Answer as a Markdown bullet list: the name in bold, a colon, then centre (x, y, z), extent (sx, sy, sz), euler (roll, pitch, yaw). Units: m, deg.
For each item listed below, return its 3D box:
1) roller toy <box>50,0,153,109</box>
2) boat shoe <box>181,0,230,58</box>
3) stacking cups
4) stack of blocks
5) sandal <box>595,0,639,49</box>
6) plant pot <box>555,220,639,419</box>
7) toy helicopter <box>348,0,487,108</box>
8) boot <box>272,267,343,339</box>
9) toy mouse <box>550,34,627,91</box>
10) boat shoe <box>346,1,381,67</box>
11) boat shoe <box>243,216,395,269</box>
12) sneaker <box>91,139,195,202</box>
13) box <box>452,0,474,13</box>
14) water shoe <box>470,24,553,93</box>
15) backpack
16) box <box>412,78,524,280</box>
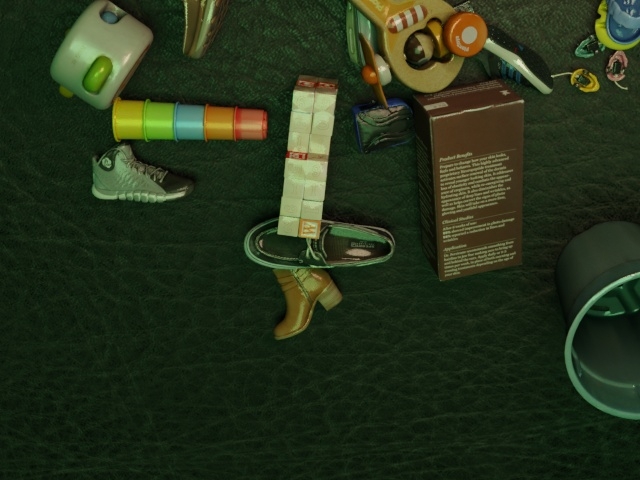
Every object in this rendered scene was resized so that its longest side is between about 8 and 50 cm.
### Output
- **roller toy**: centre (-0.437, -0.371, 1.714), extent (0.146, 0.209, 0.191), euler (34, 73, -13)
- **boat shoe**: centre (-0.235, -0.518, 1.682), extent (0.116, 0.123, 0.324), euler (15, 109, 3)
- **stacking cups**: centre (-0.270, -0.255, 1.818), extent (0.316, 0.096, 0.096), euler (-1, 115, 0)
- **stack of blocks**: centre (-0.026, -0.174, 1.795), extent (0.087, 0.171, 0.297), euler (7, 115, -1)
- **sandal**: centre (0.589, -0.515, 1.617), extent (0.126, 0.138, 0.317), euler (-4, 105, 4)
- **plant pot**: centre (0.652, 0.135, 1.818), extent (0.341, 0.334, 0.341), euler (1, 116, 3)
- **toy helicopter**: centre (0.120, -0.400, 1.617), extent (0.355, 0.140, 0.235), euler (34, 98, -27)
- **boot**: centre (-0.065, 0.124, 1.994), extent (0.197, 0.073, 0.152), euler (-38, 105, 7)
- **toy mouse**: centre (0.566, -0.368, 1.752), extent (0.161, 0.031, 0.143), euler (21, 111, -9)
- **boat shoe**: centre (0.088, -0.478, 1.687), extent (0.109, 0.094, 0.302), euler (-15, 114, -37)
- **boat shoe**: centre (0.000, 0.000, 1.889), extent (0.335, 0.119, 0.121), euler (-2, 89, -3)
- **sneaker**: centre (-0.389, -0.155, 1.870), extent (0.229, 0.086, 0.132), euler (0, 113, 4)
- **box**: centre (0.272, -0.435, 1.742), extent (0.083, 0.018, 0.067), euler (-24, 112, 13)
- **water shoe**: centre (0.382, -0.358, 1.758), extent (0.203, 0.073, 0.080), euler (35, 140, -15)
- **backpack**: centre (0.130, -0.248, 1.791), extent (0.120, 0.101, 0.098), euler (-13, 120, -1)
- **box**: centre (0.304, -0.121, 1.783), extent (0.191, 0.143, 0.381), euler (-11, 123, -7)
